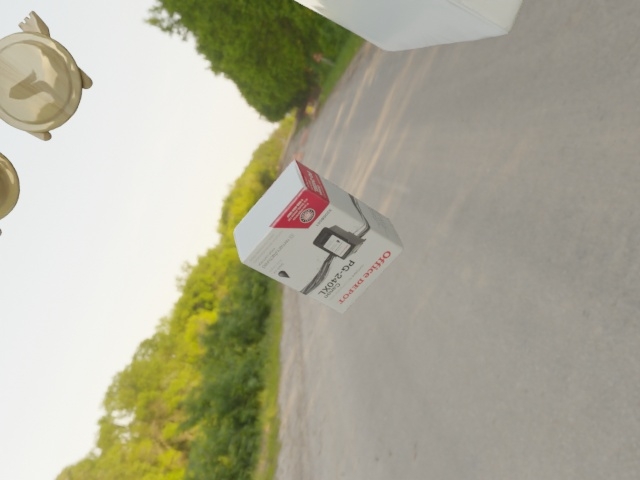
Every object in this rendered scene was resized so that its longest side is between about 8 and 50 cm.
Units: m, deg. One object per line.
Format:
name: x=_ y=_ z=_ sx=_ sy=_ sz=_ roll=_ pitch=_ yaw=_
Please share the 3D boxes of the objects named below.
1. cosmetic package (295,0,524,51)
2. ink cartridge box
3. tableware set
cosmetic package: x=0.067 y=-0.447 z=0.685 sx=0.393 sy=0.329 sz=0.327 roll=-65 pitch=19 yaw=6
ink cartridge box: x=0.000 y=0.000 z=0.742 sx=0.109 sy=0.150 sz=0.063 roll=-48 pitch=34 yaw=18
tableware set: x=-0.244 y=-0.087 z=0.449 sx=0.168 sy=0.141 sz=0.020 roll=-56 pitch=9 yaw=11
